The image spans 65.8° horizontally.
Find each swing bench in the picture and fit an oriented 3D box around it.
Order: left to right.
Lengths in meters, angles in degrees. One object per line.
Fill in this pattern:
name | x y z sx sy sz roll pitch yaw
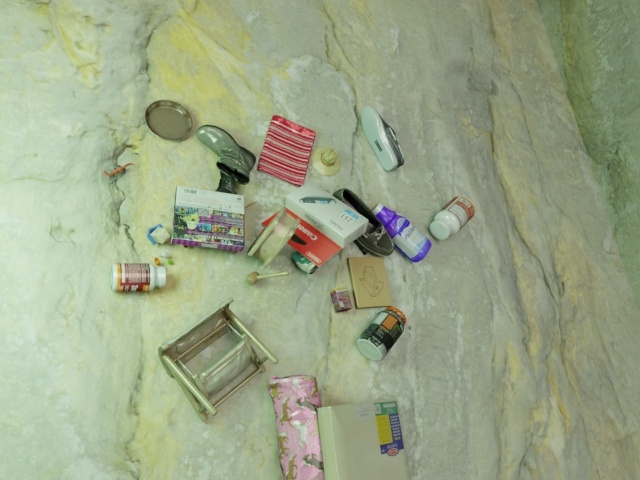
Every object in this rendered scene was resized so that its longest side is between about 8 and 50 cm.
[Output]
swing bench | -0.313 0.353 1.488 0.253 0.165 0.254 -34 82 -33

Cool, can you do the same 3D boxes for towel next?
towel | -0.128 -0.356 1.956 0.199 0.031 0.274 21 62 -18

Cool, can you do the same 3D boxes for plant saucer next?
plant saucer | -0.542 -0.423 1.766 0.168 0.029 0.168 11 64 -24

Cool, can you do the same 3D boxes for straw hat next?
straw hat | 0.036 -0.338 2.016 0.144 0.061 0.144 11 65 -25

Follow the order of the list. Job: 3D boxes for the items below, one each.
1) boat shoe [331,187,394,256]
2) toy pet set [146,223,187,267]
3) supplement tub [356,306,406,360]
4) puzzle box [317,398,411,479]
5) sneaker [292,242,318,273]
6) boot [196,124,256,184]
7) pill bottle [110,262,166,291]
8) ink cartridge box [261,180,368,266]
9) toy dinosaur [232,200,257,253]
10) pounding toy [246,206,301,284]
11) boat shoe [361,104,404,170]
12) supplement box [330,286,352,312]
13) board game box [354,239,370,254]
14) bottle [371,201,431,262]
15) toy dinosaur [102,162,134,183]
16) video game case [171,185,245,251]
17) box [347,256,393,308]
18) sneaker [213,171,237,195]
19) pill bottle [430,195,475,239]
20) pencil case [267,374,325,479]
boat shoe | 0.172 -0.068 1.921 0.335 0.095 0.112 43 57 -6
toy pet set | -0.512 0.014 1.595 0.122 0.065 0.114 -50 132 -30
supplement tub | 0.227 0.335 1.803 0.117 0.117 0.190 48 56 -2
puzzle box | 0.148 0.654 1.568 0.409 0.052 0.272 18 58 -50
sneaker | 0.000 0.000 1.837 0.110 0.107 0.275 38 55 5
boot | -0.341 -0.307 1.754 0.246 0.083 0.161 32 31 -14
pill bottle | -0.552 0.112 1.503 0.152 0.086 0.086 1 69 -27
ink cartridge box | -0.021 -0.069 1.794 0.296 0.066 0.261 35 51 24
toy dinosaur | -0.303 -0.057 1.730 0.112 0.064 0.211 22 70 -34
pounding toy | -0.152 0.032 1.696 0.155 0.269 0.154 37 18 -10
boat shoe | 0.280 -0.455 2.167 0.102 0.108 0.301 -22 84 -33
supplement box | 0.076 0.217 1.816 0.055 0.043 0.083 -4 71 -29
board game box | 0.167 -0.049 1.985 0.126 0.026 0.186 -35 88 -33
bottle | 0.323 -0.038 2.023 0.283 0.092 0.118 43 52 -6
toy dinosaur | -0.661 -0.229 1.596 0.047 0.090 0.082 50 11 -13
video game case | -0.366 -0.072 1.634 0.232 0.042 0.210 7 56 -21
box | 0.192 0.160 1.915 0.164 0.021 0.201 0 69 -28
sneaker | -0.348 -0.176 1.751 0.089 0.051 0.170 -14 80 -36
pill bottle | 0.574 -0.097 2.164 0.216 0.121 0.121 -38 90 -33
pencil case | -0.066 0.602 1.509 0.167 0.160 0.386 -4 71 -12
